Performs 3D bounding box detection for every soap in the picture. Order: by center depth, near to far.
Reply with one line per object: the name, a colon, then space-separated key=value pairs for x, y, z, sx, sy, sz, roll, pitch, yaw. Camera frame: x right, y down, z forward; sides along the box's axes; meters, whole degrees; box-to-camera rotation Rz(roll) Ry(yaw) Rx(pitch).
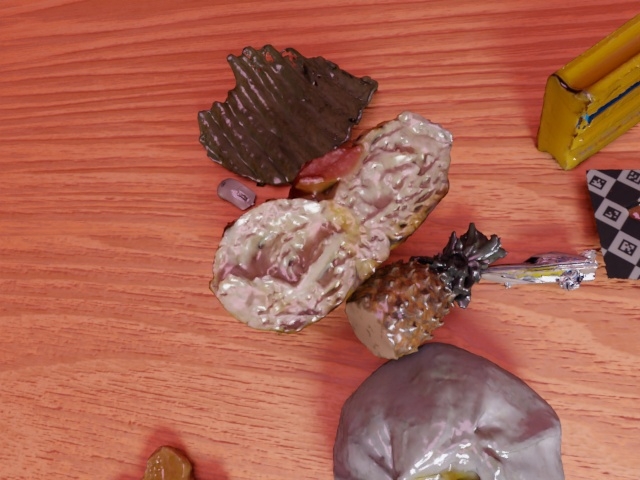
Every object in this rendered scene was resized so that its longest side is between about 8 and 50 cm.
soap: x=0.561 y=-0.294 z=0.759 sx=0.324 sy=0.204 sz=0.096 roll=-34 pitch=56 yaw=-3

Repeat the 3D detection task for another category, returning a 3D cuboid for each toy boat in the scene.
toy boat: x=0.378 y=0.054 z=0.737 sx=0.210 sy=0.084 sz=0.066 roll=-4 pitch=92 yaw=19

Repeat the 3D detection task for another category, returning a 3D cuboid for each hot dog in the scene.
hot dog: x=0.000 y=0.000 z=0.674 sx=0.367 sy=0.365 sz=0.196 roll=-41 pitch=82 yaw=-15

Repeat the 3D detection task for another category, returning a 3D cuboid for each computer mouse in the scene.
computer mouse: x=-0.194 y=-0.109 z=0.939 sx=0.110 sy=0.032 sz=0.056 roll=30 pitch=79 yaw=20

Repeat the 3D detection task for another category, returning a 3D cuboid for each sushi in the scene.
sushi: x=0.602 y=-0.023 z=0.730 sx=0.231 sy=0.047 sz=0.220 roll=2 pitch=65 yaw=8

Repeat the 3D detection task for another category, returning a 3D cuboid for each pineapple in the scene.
pineapple: x=0.185 y=0.071 z=0.708 sx=0.310 sy=0.170 sz=0.141 roll=-31 pitch=82 yaw=-26

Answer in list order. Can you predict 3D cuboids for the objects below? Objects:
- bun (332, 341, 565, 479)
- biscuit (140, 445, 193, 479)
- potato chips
bun: x=0.185 y=0.320 z=0.608 sx=0.354 sy=0.194 sz=0.354 roll=-4 pitch=70 yaw=10
biscuit: x=-0.257 y=0.552 z=0.692 sx=0.269 sy=0.051 sz=0.376 roll=-13 pitch=67 yaw=10
potato chips: x=-0.080 y=-0.303 z=0.954 sx=0.389 sy=0.097 sz=0.373 roll=25 pitch=78 yaw=21
